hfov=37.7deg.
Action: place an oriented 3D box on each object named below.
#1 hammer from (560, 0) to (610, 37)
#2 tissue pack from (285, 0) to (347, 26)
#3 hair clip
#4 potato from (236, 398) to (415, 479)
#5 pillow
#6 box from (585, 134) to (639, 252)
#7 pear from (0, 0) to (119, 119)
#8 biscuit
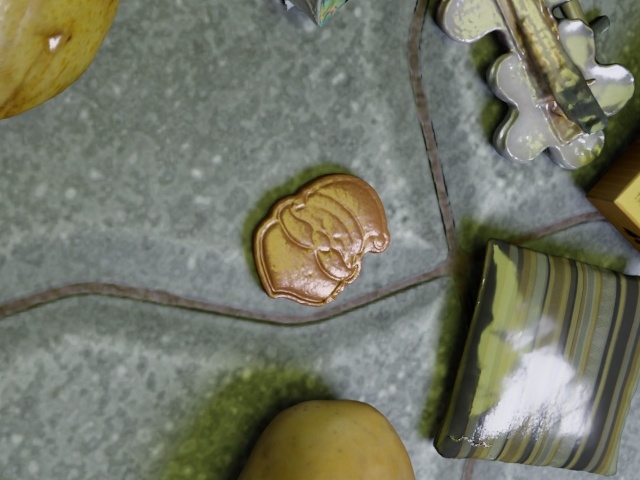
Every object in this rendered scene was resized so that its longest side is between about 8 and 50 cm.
[{"bbox_3d":[0.200,-0.264,0.858,0.062,0.013,0.199,-38,109,-13],"label":"hammer"},{"bbox_3d":[0.009,-0.237,0.753,0.085,0.079,0.111,42,79,11],"label":"tissue pack"},{"bbox_3d":[0.191,-0.177,0.837,0.146,0.075,0.257,-30,101,2],"label":"hair clip"},{"bbox_3d":[-0.001,0.247,0.780,0.150,0.146,0.234,27,85,-53],"label":"potato"},{"bbox_3d":[0.223,0.117,0.894,0.212,0.052,0.208,12,95,-21],"label":"pillow"},{"bbox_3d":[0.389,-0.077,0.889,0.152,0.070,0.237,43,91,-12],"label":"box"},{"bbox_3d":[-0.261,-0.199,0.527,0.314,0.314,0.314,-3,98,-22],"label":"pear"},{"bbox_3d":[0.000,0.000,0.806,0.130,0.019,0.102,-38,108,-13],"label":"biscuit"}]
